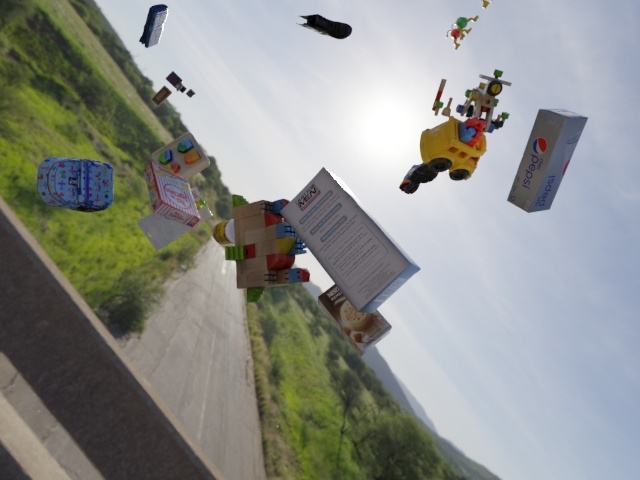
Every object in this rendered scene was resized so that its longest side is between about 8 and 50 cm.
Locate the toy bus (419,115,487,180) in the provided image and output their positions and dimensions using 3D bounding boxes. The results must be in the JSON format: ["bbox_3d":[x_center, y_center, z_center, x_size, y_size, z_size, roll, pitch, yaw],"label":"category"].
[{"bbox_3d":[0.475,-0.319,1.488,0.221,0.149,0.211,18,-28,-27],"label":"toy bus"}]

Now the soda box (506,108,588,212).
[{"bbox_3d":[0.644,-0.226,1.282,0.091,0.098,0.286,49,-41,48],"label":"soda box"}]

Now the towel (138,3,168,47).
[{"bbox_3d":[-0.465,-0.601,1.248,0.029,0.067,0.119,38,-48,-3],"label":"towel"}]

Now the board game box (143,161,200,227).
[{"bbox_3d":[-0.471,-0.143,1.413,0.147,0.045,0.193,27,29,-51],"label":"board game box"}]

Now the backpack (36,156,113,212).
[{"bbox_3d":[-0.698,-0.163,1.272,0.117,0.158,0.173,0,-5,31],"label":"backpack"}]

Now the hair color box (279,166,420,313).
[{"bbox_3d":[0.073,-0.004,1.220,0.374,0.185,0.114,51,14,25],"label":"hair color box"}]

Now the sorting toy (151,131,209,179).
[{"bbox_3d":[-0.560,-0.324,1.770,0.208,0.193,0.038,54,-6,29],"label":"sorting toy"}]

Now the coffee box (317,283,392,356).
[{"bbox_3d":[0.118,0.265,1.585,0.246,0.141,0.098,48,-14,21],"label":"coffee box"}]

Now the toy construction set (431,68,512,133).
[{"bbox_3d":[0.633,-0.602,1.839,0.309,0.257,0.237,24,-55,19],"label":"toy construction set"}]

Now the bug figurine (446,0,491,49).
[{"bbox_3d":[0.544,-0.822,1.585,0.072,0.279,0.216,37,27,1],"label":"bug figurine"}]

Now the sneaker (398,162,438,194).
[{"bbox_3d":[0.366,-0.254,1.655,0.083,0.087,0.221,26,-25,-16],"label":"sneaker"}]

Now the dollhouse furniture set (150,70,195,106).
[{"bbox_3d":[-0.454,-0.440,1.375,0.091,0.114,0.081,43,8,-38],"label":"dollhouse furniture set"}]

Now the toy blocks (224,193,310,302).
[{"bbox_3d":[-0.162,0.008,1.507,0.191,0.261,0.380,9,74,-54],"label":"toy blocks"}]

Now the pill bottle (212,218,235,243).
[{"bbox_3d":[-0.436,-0.038,2.125,0.117,0.117,0.215,52,-29,-20],"label":"pill bottle"}]

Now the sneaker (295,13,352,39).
[{"bbox_3d":[0.012,-0.692,1.440,0.170,0.051,0.089,23,13,32],"label":"sneaker"}]

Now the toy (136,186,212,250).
[{"bbox_3d":[-0.527,-0.085,1.617,0.056,0.237,0.136,36,-25,49],"label":"toy"}]
